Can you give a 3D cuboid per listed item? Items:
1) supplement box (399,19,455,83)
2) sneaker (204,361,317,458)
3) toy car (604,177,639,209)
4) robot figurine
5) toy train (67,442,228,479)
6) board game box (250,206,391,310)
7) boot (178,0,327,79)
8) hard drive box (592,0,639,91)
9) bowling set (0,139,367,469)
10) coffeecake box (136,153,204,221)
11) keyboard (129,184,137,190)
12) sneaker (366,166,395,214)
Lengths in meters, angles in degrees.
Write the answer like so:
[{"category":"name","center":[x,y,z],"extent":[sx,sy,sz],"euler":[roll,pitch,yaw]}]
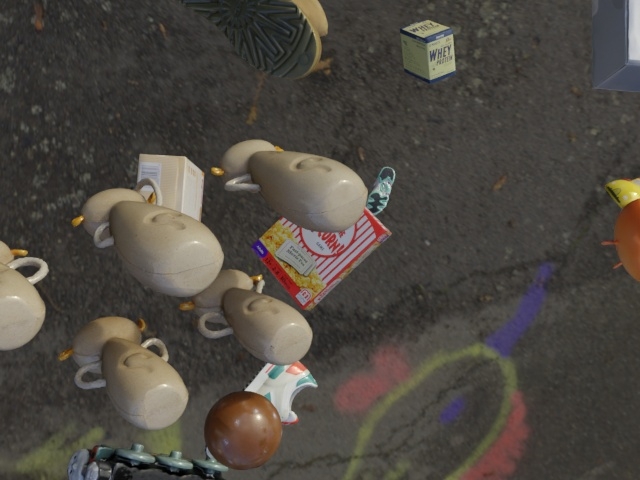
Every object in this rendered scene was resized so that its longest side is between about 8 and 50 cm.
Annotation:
[{"category":"supplement box","center":[0.187,-0.330,1.409],"extent":[0.056,0.083,0.083],"euler":[-24,125,-19]},{"category":"sneaker","center":[-0.070,0.212,0.983],"extent":[0.075,0.057,0.161],"euler":[38,79,7]},{"category":"toy car","center":[0.522,-0.012,1.209],"extent":[0.053,0.239,0.225],"euler":[-42,78,21]},{"category":"robot figurine","center":[0.480,-0.013,1.045],"extent":[0.219,0.158,0.128],"euler":[-19,102,22]},{"category":"toy train","center":[-0.332,0.476,1.600],"extent":[0.334,0.190,0.142],"euler":[22,73,-40]},{"category":"board game box","center":[0.000,0.000,1.367],"extent":[0.193,0.146,0.045],"euler":[-44,162,8]},{"category":"boot","center":[-0.049,-0.297,1.072],"extent":[0.236,0.269,0.089],"euler":[42,111,12]},{"category":"hard drive box","center":[0.440,-0.263,0.926],"extent":[0.232,0.089,0.181],"euler":[5,82,-6]},{"category":"bowling set","center":[-0.106,0.056,0.558],"extent":[0.287,0.154,0.199],"euler":[-17,115,-28]},{"category":"coffeecake box","center":[-0.221,-0.044,1.193],"extent":[0.068,0.185,0.142],"euler":[4,88,0]},{"category":"keyboard","center":[-0.285,-0.003,1.416],"extent":[0.100,0.038,0.192],"euler":[-48,121,-3]},{"category":"sneaker","center":[0.112,-0.087,1.532],"extent":[0.038,0.069,0.098],"euler":[26,79,2]}]
